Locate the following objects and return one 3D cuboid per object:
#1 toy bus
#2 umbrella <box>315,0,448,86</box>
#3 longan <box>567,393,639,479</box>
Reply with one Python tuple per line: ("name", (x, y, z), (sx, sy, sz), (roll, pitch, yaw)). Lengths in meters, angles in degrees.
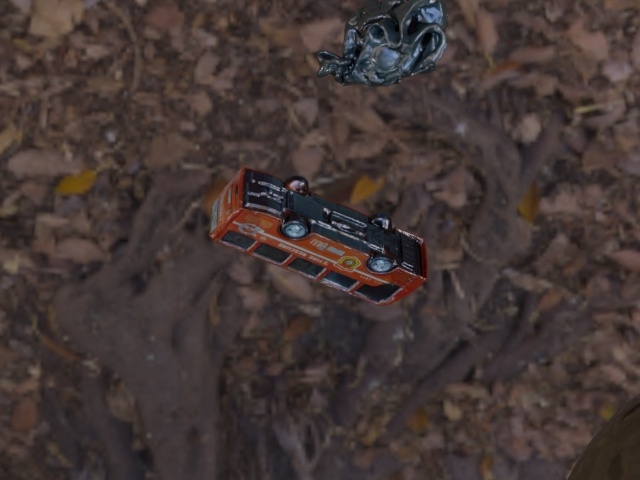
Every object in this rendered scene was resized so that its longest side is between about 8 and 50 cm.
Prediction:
("toy bus", (0.000, 0.000, 0.615), (0.110, 0.031, 0.043), (23, 135, -25))
("umbrella", (0.078, -0.236, 1.422), (0.143, 0.349, 0.094), (-10, 103, 10))
("longan", (0.208, 0.162, 0.587), (0.198, 0.198, 0.212), (-29, 99, 36))
